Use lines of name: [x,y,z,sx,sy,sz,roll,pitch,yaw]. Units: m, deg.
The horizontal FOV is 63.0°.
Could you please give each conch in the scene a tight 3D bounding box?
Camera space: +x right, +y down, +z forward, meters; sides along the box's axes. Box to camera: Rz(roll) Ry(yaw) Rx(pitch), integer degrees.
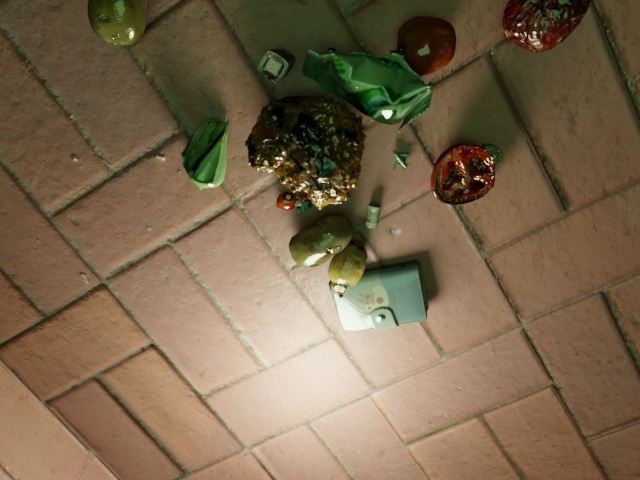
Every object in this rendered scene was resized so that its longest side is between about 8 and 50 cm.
conch: [-0.400,-0.300,1.814,0.144,0.137,0.250,7,113,3]

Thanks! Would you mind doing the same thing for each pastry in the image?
pastry: [-0.033,-0.311,1.701,0.405,0.292,0.337,32,101,1]

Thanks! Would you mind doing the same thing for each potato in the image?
potato: [0.000,0.000,1.896,0.262,0.165,0.165,-38,105,25]
potato: [-0.634,-0.746,1.637,0.174,0.159,0.251,4,106,-23]

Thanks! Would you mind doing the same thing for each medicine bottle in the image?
medicine bottle: [0.192,-0.090,1.902,0.047,0.047,0.083,7,113,2]

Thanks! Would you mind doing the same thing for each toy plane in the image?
toy plane: [0.279,-0.283,1.822,0.080,0.033,0.083,-37,98,19]

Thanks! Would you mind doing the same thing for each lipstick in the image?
lipstick: [-0.127,-0.549,1.622,0.077,0.253,0.079,32,113,-8]

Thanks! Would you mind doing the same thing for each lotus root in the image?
lotus root: [0.096,0.106,1.944,0.125,0.118,0.220,27,93,32]

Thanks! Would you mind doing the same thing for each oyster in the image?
oyster: [0.587,-0.301,1.795,0.083,0.019,0.054,40,112,-14]

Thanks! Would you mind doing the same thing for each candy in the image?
candy: [0.131,-0.486,1.636,0.398,0.263,0.171,18,78,-4]

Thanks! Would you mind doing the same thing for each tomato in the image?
tomato: [0.482,-0.232,1.793,0.228,0.101,0.227,-1,119,-2]

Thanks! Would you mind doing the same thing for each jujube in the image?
jujube: [0.659,-0.683,1.528,0.213,0.213,0.232,30,107,-8]

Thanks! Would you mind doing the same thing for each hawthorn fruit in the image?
hawthorn fruit: [0.326,-0.603,1.611,0.189,0.189,0.189,2,113,4]

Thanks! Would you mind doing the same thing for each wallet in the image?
wallet: [0.229,0.230,2.019,0.361,0.083,0.252,-12,106,11]

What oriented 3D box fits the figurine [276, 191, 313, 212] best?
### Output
figurine: [-0.095,-0.140,1.898,0.140,0.068,0.075,-1,116,12]
